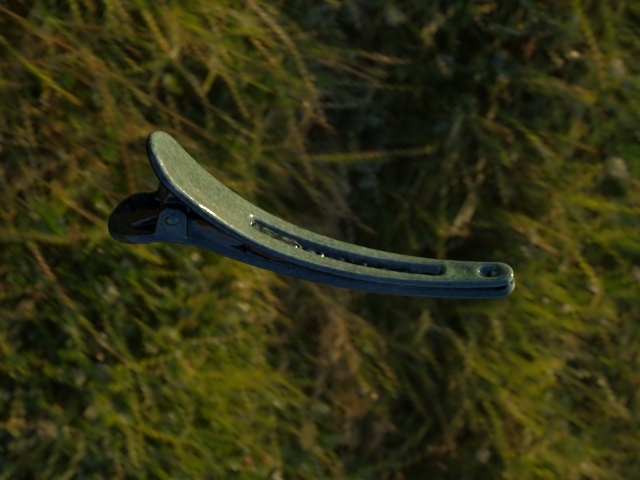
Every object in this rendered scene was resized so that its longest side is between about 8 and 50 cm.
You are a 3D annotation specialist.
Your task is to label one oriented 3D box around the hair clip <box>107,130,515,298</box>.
[{"bbox_3d":[0.000,0.000,0.980,0.229,0.039,0.070,16,131,-18],"label":"hair clip"}]
